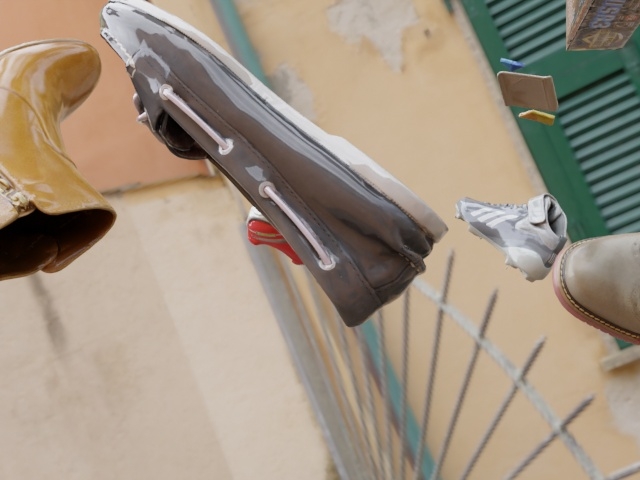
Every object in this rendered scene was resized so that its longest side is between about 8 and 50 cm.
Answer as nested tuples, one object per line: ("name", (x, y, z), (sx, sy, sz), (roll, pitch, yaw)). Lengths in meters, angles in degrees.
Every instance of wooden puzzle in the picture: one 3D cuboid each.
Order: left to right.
("wooden puzzle", (0.273, -0.197, 1.298), (0.078, 0.014, 0.116), (13, -27, 22))

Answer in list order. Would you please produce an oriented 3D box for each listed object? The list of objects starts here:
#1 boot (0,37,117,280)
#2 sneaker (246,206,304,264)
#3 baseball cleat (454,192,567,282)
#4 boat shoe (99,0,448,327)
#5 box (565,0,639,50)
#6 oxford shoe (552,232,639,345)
("boot", (-0.244, -0.068, 0.857), (0.295, 0.211, 0.104), (-38, -34, -40))
("sneaker", (0.000, 0.000, 1.776), (0.107, 0.278, 0.118), (-83, 16, -53))
("baseball cleat", (0.257, -0.026, 1.298), (0.072, 0.206, 0.109), (26, -75, -36))
("boat shoe", (-0.064, -0.067, 0.700), (0.095, 0.335, 0.112), (-51, -25, -4))
("box", (0.290, -0.369, 0.964), (0.073, 0.294, 0.295), (1, -7, 5))
("oxford shoe", (0.398, 0.036, 0.922), (0.348, 0.123, 0.130), (5, -22, -3))
